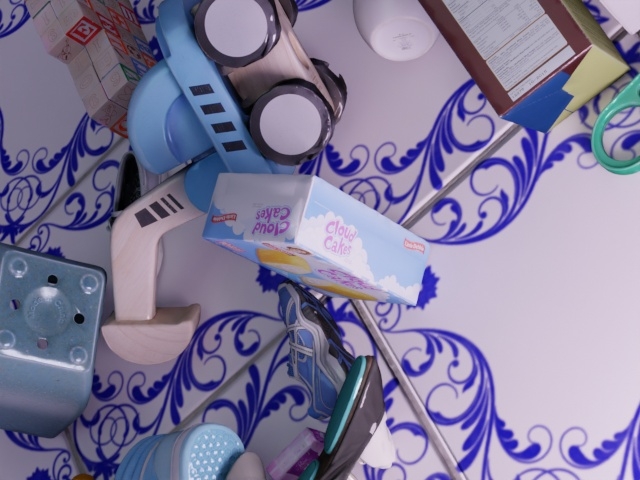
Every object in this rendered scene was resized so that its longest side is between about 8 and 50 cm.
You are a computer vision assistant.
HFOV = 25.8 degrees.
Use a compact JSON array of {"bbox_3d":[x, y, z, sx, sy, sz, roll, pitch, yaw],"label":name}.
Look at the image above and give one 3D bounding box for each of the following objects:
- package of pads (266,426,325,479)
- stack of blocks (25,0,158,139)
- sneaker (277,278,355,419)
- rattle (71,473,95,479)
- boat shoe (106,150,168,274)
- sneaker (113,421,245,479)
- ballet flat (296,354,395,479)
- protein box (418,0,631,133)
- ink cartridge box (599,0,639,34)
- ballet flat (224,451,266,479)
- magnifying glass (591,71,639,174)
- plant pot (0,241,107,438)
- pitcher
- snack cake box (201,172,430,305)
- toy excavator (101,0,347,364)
[{"bbox_3d":[-0.024,0.277,1.777,0.083,0.050,0.032,-47,50,13],"label":"package of pads"},{"bbox_3d":[-0.346,-0.300,2.189,0.087,0.171,0.297,-41,52,17],"label":"stack of blocks"},{"bbox_3d":[-0.016,0.137,1.810,0.081,0.080,0.211,-39,51,15],"label":"sneaker"},{"bbox_3d":[-0.352,0.351,1.899,0.130,0.200,0.142,-28,57,26],"label":"rattle"},{"bbox_3d":[-0.284,-0.027,2.085,0.079,0.081,0.227,-11,65,34],"label":"boat shoe"},{"bbox_3d":[-0.186,0.398,1.819,0.208,0.127,0.319,-9,75,51],"label":"sneaker"},{"bbox_3d":[0.029,0.274,1.712,0.280,0.096,0.095,-63,10,12],"label":"ballet flat"},{"bbox_3d":[0.239,-0.254,1.663,0.136,0.200,0.201,-37,74,19],"label":"protein box"},{"bbox_3d":[0.354,-0.407,1.682,0.171,0.168,0.232,-39,46,17],"label":"ink cartridge box"},{"bbox_3d":[-0.097,0.365,1.717,0.068,0.072,0.213,-5,59,48],"label":"ballet flat"},{"bbox_3d":[0.394,-0.187,1.668,0.092,0.026,0.231,22,85,41],"label":"magnifying glass"},{"bbox_3d":[-0.426,0.123,1.967,0.252,0.247,0.248,-27,53,56],"label":"plant pot"},{"bbox_3d":[0.130,-0.352,1.889,0.178,0.125,0.207,-13,51,16],"label":"pitcher"},{"bbox_3d":[0.000,0.000,1.733,0.152,0.264,0.089,5,75,39],"label":"snack cake box"},{"bbox_3d":[-0.171,-0.097,1.895,0.445,0.433,0.222,-26,13,14],"label":"toy excavator"}]
